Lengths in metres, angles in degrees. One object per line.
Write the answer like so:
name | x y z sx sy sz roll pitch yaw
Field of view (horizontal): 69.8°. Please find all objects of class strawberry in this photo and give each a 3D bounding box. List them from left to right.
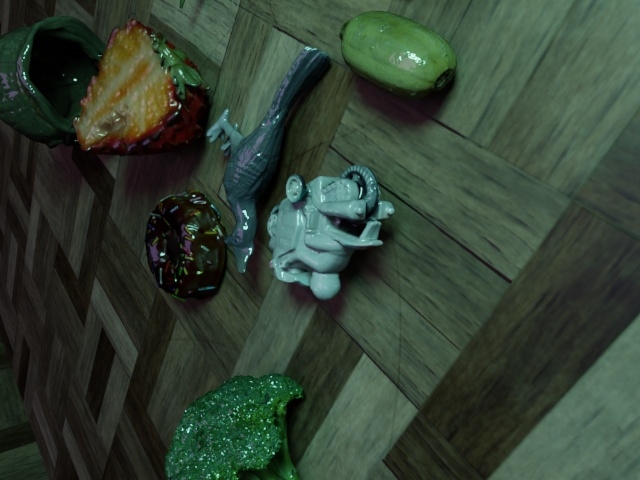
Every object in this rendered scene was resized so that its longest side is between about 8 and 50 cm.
strawberry | -0.333 -0.254 0.911 0.253 0.150 0.280 43 108 21

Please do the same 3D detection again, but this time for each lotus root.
lotus root | 0.083 -0.236 0.565 0.183 0.090 0.077 45 150 34

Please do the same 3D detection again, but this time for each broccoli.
broccoli | -0.119 0.361 0.737 0.254 0.269 0.269 -37 68 45

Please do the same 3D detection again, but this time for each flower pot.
flower pot | -0.631 -0.370 1.124 0.213 0.302 0.301 -2 92 32

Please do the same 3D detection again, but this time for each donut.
donut | -0.287 0.012 0.947 0.235 0.089 0.235 7 100 44

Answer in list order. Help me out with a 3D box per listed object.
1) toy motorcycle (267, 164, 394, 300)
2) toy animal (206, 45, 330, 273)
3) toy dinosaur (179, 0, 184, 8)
toy motorcycle | 0.000 0.000 0.651 0.260 0.110 0.170 -19 77 52
toy animal | -0.117 -0.151 0.776 0.206 0.081 0.367 35 109 41
toy dinosaur | -0.180 -0.659 0.787 0.447 0.087 0.300 -39 67 31
